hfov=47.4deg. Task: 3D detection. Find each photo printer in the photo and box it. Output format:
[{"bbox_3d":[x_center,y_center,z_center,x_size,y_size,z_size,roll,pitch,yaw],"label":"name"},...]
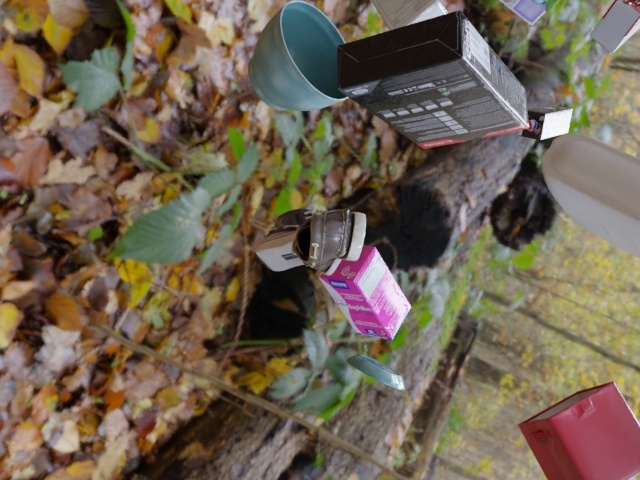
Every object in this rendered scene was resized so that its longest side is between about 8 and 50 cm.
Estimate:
[{"bbox_3d":[0.515,-0.053,1.202,0.107,0.307,0.256,-54,140,2],"label":"photo printer"}]

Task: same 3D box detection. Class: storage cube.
[{"bbox_3d":[0.607,0.457,1.663,0.215,0.193,0.183,-23,166,-15],"label":"storage cube"}]

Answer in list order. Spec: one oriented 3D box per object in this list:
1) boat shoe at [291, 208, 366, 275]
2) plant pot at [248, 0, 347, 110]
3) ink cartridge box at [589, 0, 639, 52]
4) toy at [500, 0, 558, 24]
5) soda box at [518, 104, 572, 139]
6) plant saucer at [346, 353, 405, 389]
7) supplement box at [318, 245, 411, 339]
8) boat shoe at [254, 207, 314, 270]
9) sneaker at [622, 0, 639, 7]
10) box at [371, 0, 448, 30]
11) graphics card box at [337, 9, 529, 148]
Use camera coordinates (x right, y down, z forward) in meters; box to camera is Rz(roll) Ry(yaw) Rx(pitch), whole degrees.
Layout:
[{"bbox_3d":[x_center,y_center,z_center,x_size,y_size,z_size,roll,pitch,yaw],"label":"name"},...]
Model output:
[{"bbox_3d":[0.000,0.000,1.379,0.324,0.097,0.116,154,-56,-77],"label":"boat shoe"},{"bbox_3d":[-0.073,-0.474,1.990,0.196,0.293,0.293,-24,-165,36],"label":"plant pot"},{"bbox_3d":[0.726,-0.537,1.692,0.175,0.072,0.127,-40,166,-27],"label":"ink cartridge box"},{"bbox_3d":[0.279,-0.438,1.147,0.137,0.237,0.056,-44,-162,57],"label":"toy"},{"bbox_3d":[0.493,-0.260,1.593,0.169,0.053,0.060,-19,120,-51],"label":"soda box"},{"bbox_3d":[0.104,0.235,1.327,0.021,0.119,0.119,-63,167,0],"label":"plant saucer"},{"bbox_3d":[0.108,0.122,1.731,0.114,0.111,0.220,-55,129,-30],"label":"supplement box"},{"bbox_3d":[-0.022,-0.022,1.886,0.127,0.341,0.158,48,53,-32],"label":"boat shoe"},{"bbox_3d":[0.398,-0.311,0.801,0.088,0.225,0.092,18,88,-56],"label":"sneaker"},{"bbox_3d":[0.216,-0.655,1.945,0.148,0.311,0.121,-35,147,19],"label":"box"},{"bbox_3d":[0.217,-0.277,1.341,0.371,0.233,0.094,16,70,-56],"label":"graphics card box"}]
